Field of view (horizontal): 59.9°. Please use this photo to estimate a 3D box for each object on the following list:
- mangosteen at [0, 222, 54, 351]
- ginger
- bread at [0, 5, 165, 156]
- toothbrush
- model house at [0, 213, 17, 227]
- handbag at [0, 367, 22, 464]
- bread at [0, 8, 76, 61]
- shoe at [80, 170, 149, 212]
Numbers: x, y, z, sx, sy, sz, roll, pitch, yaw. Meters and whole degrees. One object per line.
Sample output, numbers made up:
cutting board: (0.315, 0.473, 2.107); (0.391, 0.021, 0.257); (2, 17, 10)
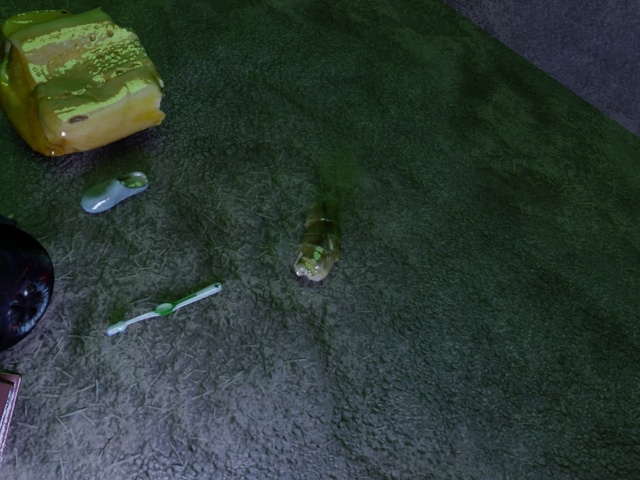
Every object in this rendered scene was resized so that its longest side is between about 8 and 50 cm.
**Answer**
mangosteen: (-0.738, 0.099, 1.178); (0.300, 0.300, 0.300); (7, 57, -12)
ginger: (0.000, 0.000, 1.562); (0.109, 0.116, 0.263); (45, 39, -36)
bread: (-0.674, -0.417, 1.542); (0.394, 0.250, 0.361); (-31, 85, -24)
toothbrush: (-0.382, 0.168, 1.388); (0.304, 0.030, 0.030); (-23, 67, -27)
model house: (-0.812, -0.046, 1.364); (0.101, 0.087, 0.100); (23, 56, -5)
handbag: (-0.730, 0.351, 1.056); (0.260, 0.084, 0.275); (15, 93, -5)
bread: (-0.818, -0.585, 1.671); (0.270, 0.142, 0.195); (-17, 70, -28)
shoe: (-0.557, -0.147, 1.509); (0.195, 0.078, 0.079); (-28, 70, -33)
